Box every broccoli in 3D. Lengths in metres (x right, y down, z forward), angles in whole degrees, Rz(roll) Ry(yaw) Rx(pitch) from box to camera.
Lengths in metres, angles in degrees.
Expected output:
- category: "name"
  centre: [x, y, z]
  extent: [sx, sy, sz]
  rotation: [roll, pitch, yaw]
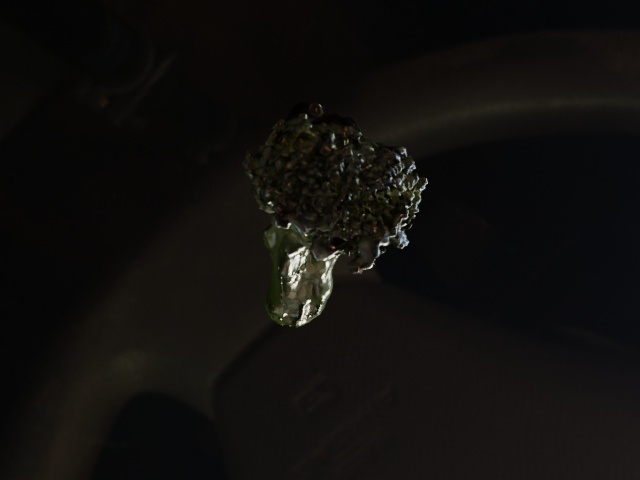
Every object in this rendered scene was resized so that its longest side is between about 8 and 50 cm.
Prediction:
- category: "broccoli"
  centre: [-0.006, 0.003, 1.303]
  extent: [0.304, 0.165, 0.145]
  rotation: [109, 4, -60]
